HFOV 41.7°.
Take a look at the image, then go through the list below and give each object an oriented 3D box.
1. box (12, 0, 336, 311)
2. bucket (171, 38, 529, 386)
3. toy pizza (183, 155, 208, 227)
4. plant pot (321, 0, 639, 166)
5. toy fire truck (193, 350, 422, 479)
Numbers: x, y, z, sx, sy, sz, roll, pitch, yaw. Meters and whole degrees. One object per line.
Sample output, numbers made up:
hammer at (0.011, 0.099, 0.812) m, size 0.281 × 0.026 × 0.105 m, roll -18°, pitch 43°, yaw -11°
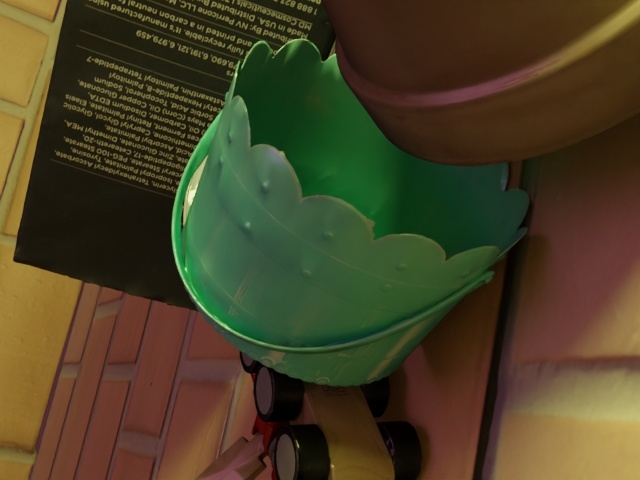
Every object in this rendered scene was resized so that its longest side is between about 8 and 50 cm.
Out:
box at (-0.172, -0.247, 1.122) m, size 0.480 × 0.297 × 0.471 m, roll -93°, pitch 22°, yaw -55°
bucket at (0.016, -0.023, 0.726) m, size 0.281 × 0.281 × 0.183 m, roll -103°, pitch 34°, yaw -49°
toy pizza at (-0.091, 0.000, 0.879) m, size 0.032 × 0.201 × 0.201 m, roll -8°, pitch 60°, yaw 25°
plant pot at (0.097, -0.257, 0.551) m, size 0.323 × 0.280 × 0.323 m, roll -25°, pitch 42°, yaw 25°
toy fire truck at (-0.040, 0.218, 0.816) m, size 0.217 × 0.158 × 0.246 m, roll -116°, pitch 36°, yaw -48°
